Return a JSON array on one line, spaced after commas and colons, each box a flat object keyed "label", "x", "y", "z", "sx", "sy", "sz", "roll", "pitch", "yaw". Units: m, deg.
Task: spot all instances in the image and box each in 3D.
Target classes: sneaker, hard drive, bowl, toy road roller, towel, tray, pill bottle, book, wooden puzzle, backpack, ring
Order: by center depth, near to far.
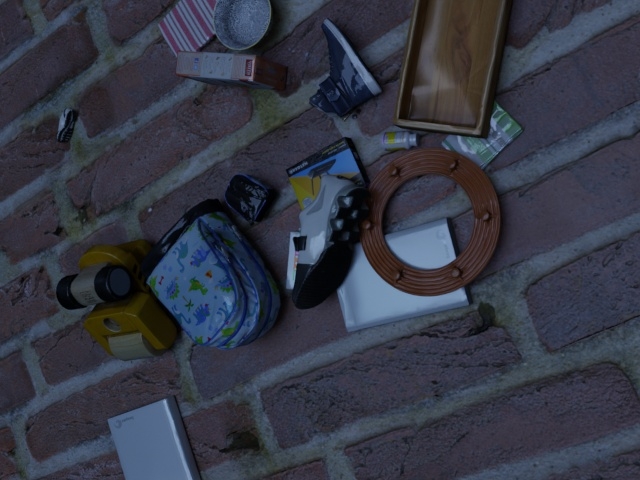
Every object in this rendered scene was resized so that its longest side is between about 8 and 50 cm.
[{"label": "tray", "x": 0.297, "y": -0.441, "z": 1.573, "sx": 0.203, "sy": 0.076, "sz": 0.410, "roll": 12, "pitch": 95, "yaw": 25}, {"label": "towel", "x": 0.355, "y": -0.229, "z": 1.591, "sx": 0.152, "sy": 0.023, "sz": 0.113, "roll": -45, "pitch": 74, "yaw": 21}, {"label": "ring", "x": 0.234, "y": -0.043, "z": 1.612, "sx": 0.337, "sy": 0.032, "sz": 0.336, "roll": -3, "pitch": 83, "yaw": 29}, {"label": "pill bottle", "x": 0.185, "y": -0.231, "z": 1.663, "sx": 0.083, "sy": 0.043, "sz": 0.043, "roll": 1, "pitch": 92, "yaw": 26}, {"label": "hard drive", "x": 0.180, "y": 0.084, "z": 1.681, "sx": 0.308, "sy": 0.040, "sz": 0.203, "roll": -16, "pitch": 85, "yaw": 27}, {"label": "sneaker", "x": 0.000, "y": 0.000, "z": 1.697, "sx": 0.146, "sy": 0.122, "sz": 0.330, "roll": 37, "pitch": 109, "yaw": 42}, {"label": "sneaker", "x": 0.022, "y": -0.400, "z": 1.707, "sx": 0.163, "sy": 0.086, "sz": 0.226, "roll": -34, "pitch": 77, "yaw": 17}, {"label": "wooden puzzle", "x": 0.058, "y": -0.322, "z": 1.743, "sx": 0.049, "sy": 0.006, "sz": 0.083, "roll": -45, "pitch": 73, "yaw": 21}, {"label": "book", "x": -0.031, "y": 0.053, "z": 1.792, "sx": 0.096, "sy": 0.035, "sz": 0.144, "roll": 5, "pitch": 93, "yaw": 22}, {"label": "backpack", "x": -0.268, "y": 0.111, "z": 1.808, "sx": 0.290, "sy": 0.273, "sz": 0.355, "roll": -44, "pitch": 85, "yaw": 15}, {"label": "bowl", "x": -0.179, "y": -0.556, "z": 1.810, "sx": 0.170, "sy": 0.080, "sz": 0.170, "roll": 1, "pitch": 92, "yaw": 26}, {"label": "backpack", "x": -0.178, "y": -0.111, "z": 1.825, "sx": 0.114, "sy": 0.084, "sz": 0.105, "roll": 35, "pitch": 106, "yaw": 16}, {"label": "towel", "x": -0.336, "y": -0.578, "z": 1.919, "sx": 0.197, "sy": 0.029, "sz": 0.144, "roll": -36, "pitch": 77, "yaw": 26}, {"label": "toy road roller", "x": -0.524, "y": 0.146, "z": 1.971, "sx": 0.202, "sy": 0.240, "sz": 0.329, "roll": -12, "pitch": 123, "yaw": 30}, {"label": "hard drive", "x": -0.452, "y": 0.636, "z": 2.013, "sx": 0.233, "sy": 0.047, "sz": 0.353, "roll": -23, "pitch": 81, "yaw": 25}, {"label": "sneaker", "x": -0.755, "y": -0.342, "z": 2.133, "sx": 0.044, "sy": 0.040, "sz": 0.109, "roll": 35, "pitch": 103, "yaw": 38}]

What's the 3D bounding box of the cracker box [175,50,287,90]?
[{"label": "cracker box", "x": -0.221, "y": -0.422, "z": 1.794, "sx": 0.232, "sy": 0.156, "sz": 0.067, "roll": 10, "pitch": 96, "yaw": 26}]

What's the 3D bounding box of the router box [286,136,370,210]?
[{"label": "router box", "x": 0.019, "y": -0.152, "z": 1.747, "sx": 0.179, "sy": 0.046, "sz": 0.133, "roll": -27, "pitch": 81, "yaw": 25}]
